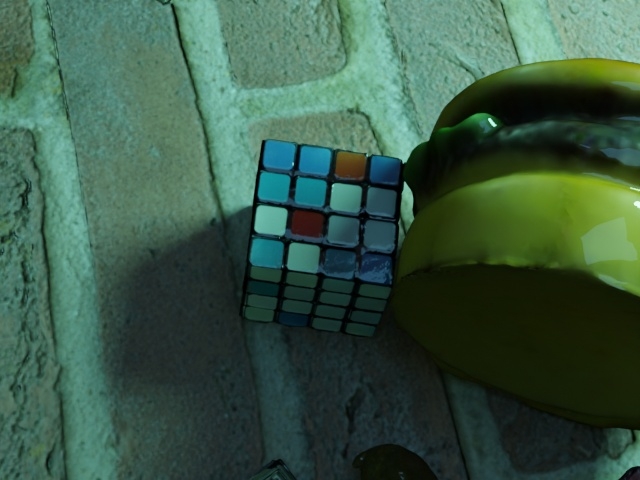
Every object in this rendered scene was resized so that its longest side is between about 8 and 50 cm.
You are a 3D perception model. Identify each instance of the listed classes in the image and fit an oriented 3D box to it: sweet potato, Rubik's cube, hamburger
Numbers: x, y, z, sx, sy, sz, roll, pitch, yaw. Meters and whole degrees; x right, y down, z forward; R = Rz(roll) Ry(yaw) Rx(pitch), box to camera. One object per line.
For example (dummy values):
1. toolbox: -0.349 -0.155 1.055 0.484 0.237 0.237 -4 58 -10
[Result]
1. sweet potato: 0.131 0.317 1.308 0.075 0.075 0.273 -31 76 -19
2. Rubik's cube: 0.000 0.000 1.394 0.154 0.155 0.151 7 64 -2
3. hamburger: 0.266 -0.012 1.295 0.396 0.395 0.277 17 65 2

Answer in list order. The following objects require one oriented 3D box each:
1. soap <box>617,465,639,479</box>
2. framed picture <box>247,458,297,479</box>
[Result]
1. soap: 0.388 0.342 1.304 0.162 0.099 0.250 -7 65 -10
2. framed picture: -0.079 0.362 1.290 0.252 0.014 0.197 -35 72 -20
